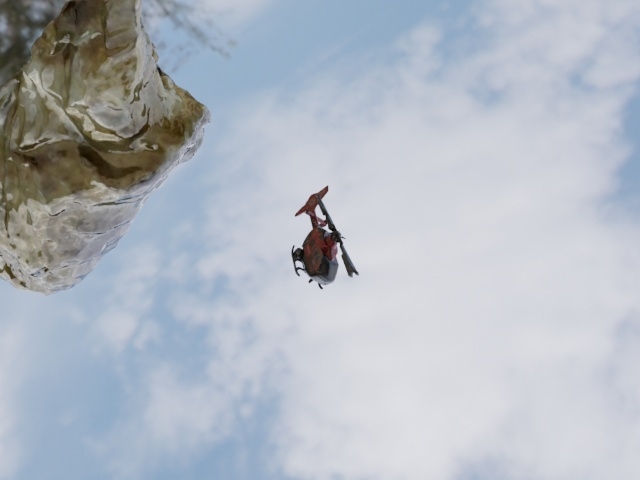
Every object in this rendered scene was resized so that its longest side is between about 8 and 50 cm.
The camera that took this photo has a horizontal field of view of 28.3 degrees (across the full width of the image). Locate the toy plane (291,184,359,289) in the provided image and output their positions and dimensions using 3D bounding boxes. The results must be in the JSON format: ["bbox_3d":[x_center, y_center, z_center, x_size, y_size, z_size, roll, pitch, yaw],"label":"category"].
[{"bbox_3d":[0.000,0.000,1.360,0.060,0.037,0.145,-42,-142,25],"label":"toy plane"}]

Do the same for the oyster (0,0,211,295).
[{"bbox_3d":[-0.169,-0.053,0.921,0.166,0.110,0.341,-34,168,-49],"label":"oyster"}]
